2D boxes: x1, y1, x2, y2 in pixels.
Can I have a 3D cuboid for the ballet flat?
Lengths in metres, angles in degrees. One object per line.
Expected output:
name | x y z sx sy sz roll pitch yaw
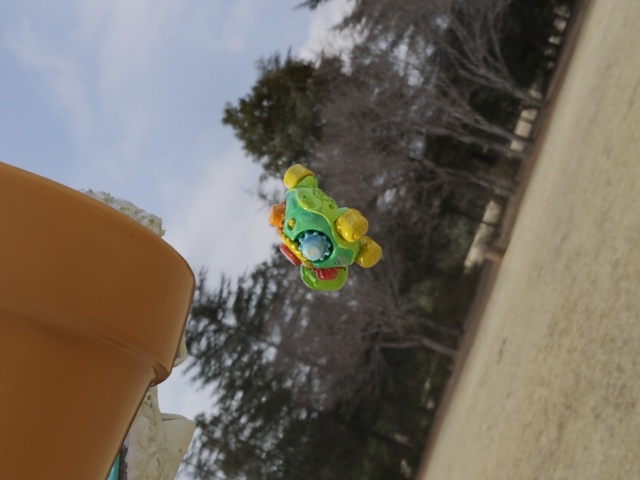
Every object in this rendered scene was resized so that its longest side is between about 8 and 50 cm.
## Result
ballet flat | -0.182 0.136 0.781 0.147 0.147 0.408 89 173 -68

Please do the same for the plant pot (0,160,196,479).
plant pot | -0.231 0.091 0.453 0.291 0.291 0.203 88 -170 -69

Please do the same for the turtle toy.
turtle toy | 0.000 0.000 0.717 0.066 0.095 0.130 -43 -33 -8
